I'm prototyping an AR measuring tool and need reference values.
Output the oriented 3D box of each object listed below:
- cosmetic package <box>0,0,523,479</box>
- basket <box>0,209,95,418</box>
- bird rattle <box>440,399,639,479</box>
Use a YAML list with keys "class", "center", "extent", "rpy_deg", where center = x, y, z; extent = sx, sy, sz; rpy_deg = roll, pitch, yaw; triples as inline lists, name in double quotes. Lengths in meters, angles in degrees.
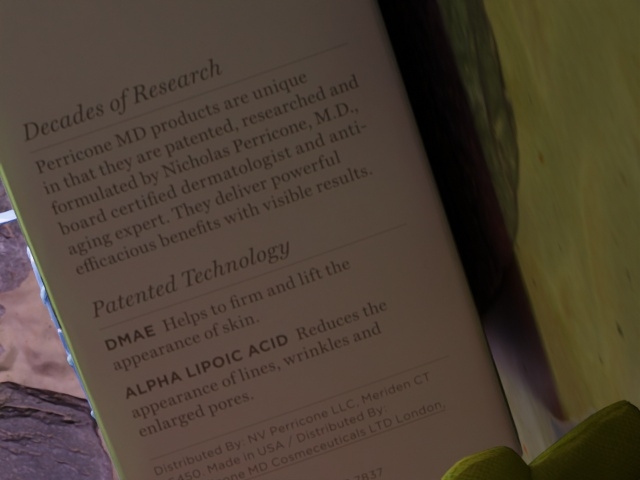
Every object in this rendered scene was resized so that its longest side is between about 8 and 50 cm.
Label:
- class: "cosmetic package"
  center: [-0.059, -0.088, 0.634]
  extent: [0.217, 0.156, 0.385]
  rpy_deg: [-113, 3, -76]
- class: "basket"
  center: [-0.168, 0.086, 1.142]
  extent: [0.201, 0.288, 0.255]
  rpy_deg: [-128, 19, -70]
- class: "bird rattle"
  center: [0.039, 0.178, 0.388]
  extent: [0.207, 0.253, 0.143]
  rpy_deg: [46, -175, -25]
